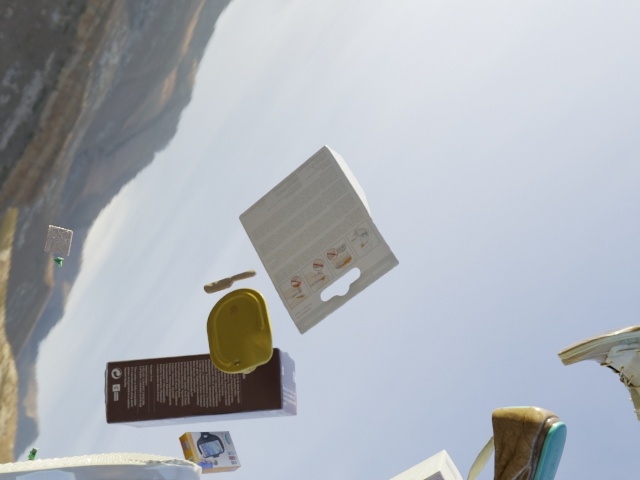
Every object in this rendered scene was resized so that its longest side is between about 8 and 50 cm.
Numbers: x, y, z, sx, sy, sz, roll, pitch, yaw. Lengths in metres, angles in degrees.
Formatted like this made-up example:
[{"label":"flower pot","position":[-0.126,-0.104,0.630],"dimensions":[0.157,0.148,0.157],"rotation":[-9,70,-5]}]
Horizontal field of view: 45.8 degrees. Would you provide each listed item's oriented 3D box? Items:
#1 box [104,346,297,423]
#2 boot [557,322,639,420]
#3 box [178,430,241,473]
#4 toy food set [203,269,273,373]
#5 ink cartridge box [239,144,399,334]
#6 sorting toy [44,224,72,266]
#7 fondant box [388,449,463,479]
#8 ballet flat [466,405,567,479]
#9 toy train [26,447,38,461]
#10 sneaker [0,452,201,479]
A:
[{"label":"box","position":[-0.254,0.327,1.658],"dimensions":[0.191,0.382,0.143],"rotation":[63,21,-71]},{"label":"boot","position":[0.538,0.239,1.336],"dimensions":[0.077,0.213,0.165],"rotation":[129,-52,-81]},{"label":"box","position":[-0.216,0.427,1.528],"dimensions":[0.028,0.136,0.081],"rotation":[-43,-124,27]},{"label":"toy food set","position":[-0.142,0.163,1.419],"dimensions":[0.128,0.071,0.217],"rotation":[-24,-131,11]},{"label":"ink cartridge box","position":[0.000,0.000,1.890],"dimensions":[0.308,0.091,0.385],"rotation":[-38,-117,15]},{"label":"sorting toy","position":[-0.574,0.014,1.650],"dimensions":[0.012,0.062,0.083],"rotation":[-3,-105,39]},{"label":"fondant box","position":[0.148,0.594,1.654],"dimensions":[0.330,0.096,0.238],"rotation":[-32,169,7]},{"label":"ballet flat","position":[0.261,0.397,1.089],"dimensions":[0.124,0.116,0.342],"rotation":[13,-82,41]},{"label":"toy train","position":[-0.676,0.519,1.755],"dimensions":[0.023,0.017,0.083],"rotation":[-46,-155,37]},{"label":"sneaker","position":[-0.381,0.438,1.255],"dimensions":[0.135,0.366,0.150],"rotation":[162,-71,-70]}]
